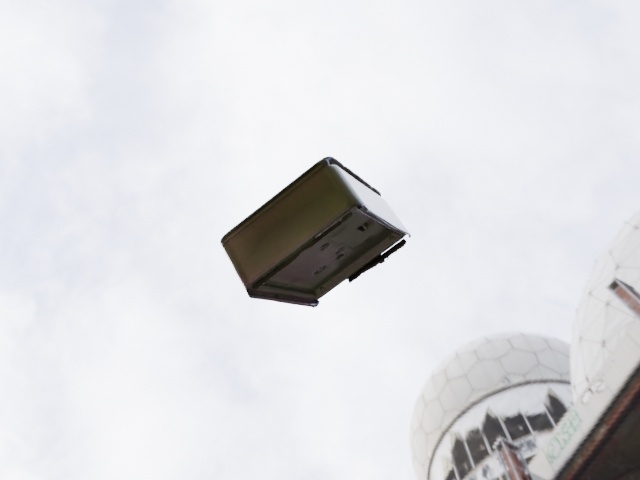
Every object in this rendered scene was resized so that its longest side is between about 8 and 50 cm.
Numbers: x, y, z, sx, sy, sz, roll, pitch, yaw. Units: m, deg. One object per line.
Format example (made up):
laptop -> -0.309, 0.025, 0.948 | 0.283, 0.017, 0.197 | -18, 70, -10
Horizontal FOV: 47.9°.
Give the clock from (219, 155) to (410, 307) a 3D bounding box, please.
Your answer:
clock -> 0.000, 0.000, 0.760 | 0.147, 0.192, 0.071 | -37, -109, 13
